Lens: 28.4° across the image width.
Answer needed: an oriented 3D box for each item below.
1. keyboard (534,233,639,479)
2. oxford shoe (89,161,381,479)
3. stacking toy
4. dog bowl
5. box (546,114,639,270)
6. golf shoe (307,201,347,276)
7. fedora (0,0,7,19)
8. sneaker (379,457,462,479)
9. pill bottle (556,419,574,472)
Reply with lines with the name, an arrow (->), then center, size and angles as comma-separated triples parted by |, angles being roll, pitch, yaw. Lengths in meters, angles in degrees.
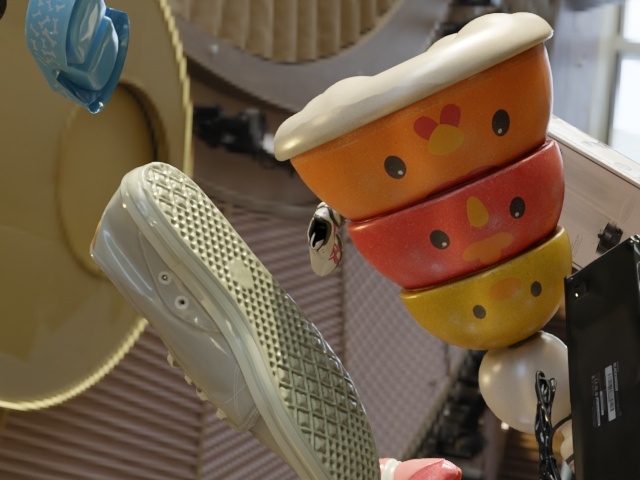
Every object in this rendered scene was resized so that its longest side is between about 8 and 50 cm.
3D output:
keyboard -> 0.274, 0.168, 1.262 | 0.033, 0.201, 0.317 | 18, -124, -22
oxford shoe -> -0.093, 0.122, 1.386 | 0.449, 0.130, 0.169 | 52, -157, 1
stacking toy -> 0.189, 0.003, 1.491 | 0.479, 0.351, 0.350 | 64, -150, -5
dog bowl -> -0.361, -0.305, 1.885 | 0.297, 0.074, 0.166 | 86, -158, -73
box -> 0.396, -0.055, 1.875 | 0.087, 0.290, 0.169 | -8, -56, -45
golf shoe -> 0.000, 0.000, 2.383 | 0.086, 0.067, 0.186 | -40, -31, -41
fedora -> -0.574, -0.357, 1.630 | 0.334, 0.334, 0.152 | 25, -129, -64
sneaker -> 0.143, 0.426, 1.620 | 0.116, 0.136, 0.313 | 37, -137, -66
pill bottle -> 0.364, 0.266, 1.581 | 0.180, 0.108, 0.108 | 55, -162, 17
